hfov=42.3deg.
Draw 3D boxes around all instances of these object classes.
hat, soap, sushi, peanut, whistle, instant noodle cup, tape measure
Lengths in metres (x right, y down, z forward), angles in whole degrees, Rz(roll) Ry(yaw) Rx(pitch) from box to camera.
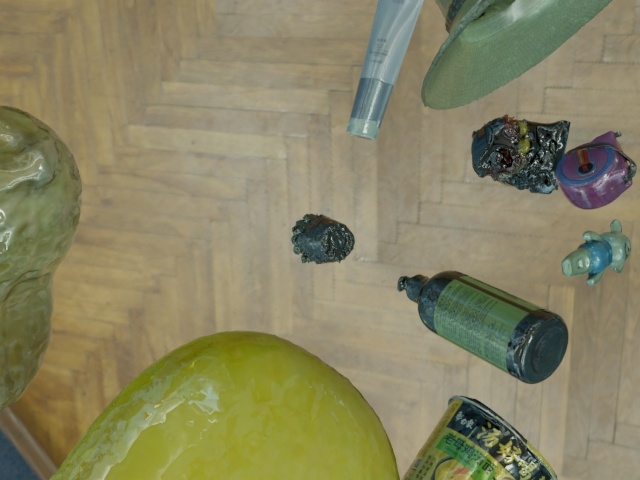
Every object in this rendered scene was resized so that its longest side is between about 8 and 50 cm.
[{"bbox_3d":[0.150,-0.234,0.663,0.257,0.257,0.130,-40,78,29],"label":"hat"},{"bbox_3d":[-0.094,0.279,0.634,0.306,0.427,0.115,40,156,-19],"label":"soap"},{"bbox_3d":[0.398,-0.189,1.748,0.172,0.150,0.153,12,91,63],"label":"sushi"},{"bbox_3d":[-0.295,0.018,0.690,0.159,0.143,0.291,31,123,11],"label":"peanut"},{"bbox_3d":[0.552,0.029,1.644,0.077,0.235,0.114,3,103,45],"label":"whistle"},{"bbox_3d":[0.164,0.264,0.909,0.122,0.151,0.151,-43,83,-16],"label":"instant noodle cup"},{"bbox_3d":[0.454,-0.111,1.363,0.125,0.118,0.074,-25,125,25],"label":"tape measure"}]

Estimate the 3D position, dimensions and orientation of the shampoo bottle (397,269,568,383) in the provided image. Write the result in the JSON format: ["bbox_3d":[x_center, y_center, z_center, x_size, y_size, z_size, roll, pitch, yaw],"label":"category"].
[{"bbox_3d":[0.214,0.104,1.183,0.284,0.101,0.101,26,119,50],"label":"shampoo bottle"}]

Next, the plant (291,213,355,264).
[{"bbox_3d":[0.000,0.000,1.520,0.092,0.143,0.094,42,78,-24],"label":"plant"}]

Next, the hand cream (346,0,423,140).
[{"bbox_3d":[0.098,-0.288,1.324,0.079,0.048,0.255,17,89,23],"label":"hand cream"}]
